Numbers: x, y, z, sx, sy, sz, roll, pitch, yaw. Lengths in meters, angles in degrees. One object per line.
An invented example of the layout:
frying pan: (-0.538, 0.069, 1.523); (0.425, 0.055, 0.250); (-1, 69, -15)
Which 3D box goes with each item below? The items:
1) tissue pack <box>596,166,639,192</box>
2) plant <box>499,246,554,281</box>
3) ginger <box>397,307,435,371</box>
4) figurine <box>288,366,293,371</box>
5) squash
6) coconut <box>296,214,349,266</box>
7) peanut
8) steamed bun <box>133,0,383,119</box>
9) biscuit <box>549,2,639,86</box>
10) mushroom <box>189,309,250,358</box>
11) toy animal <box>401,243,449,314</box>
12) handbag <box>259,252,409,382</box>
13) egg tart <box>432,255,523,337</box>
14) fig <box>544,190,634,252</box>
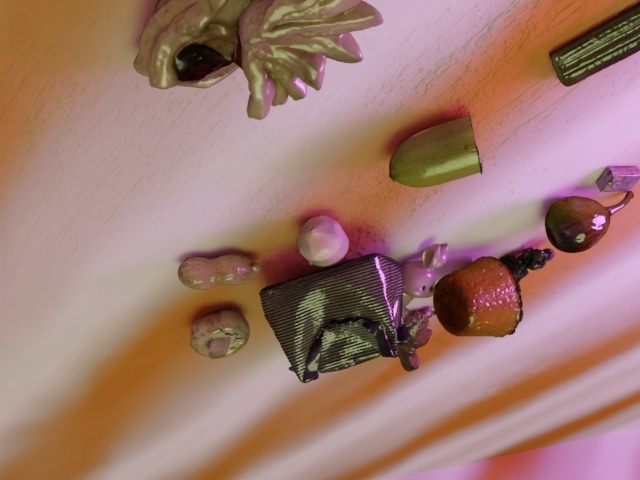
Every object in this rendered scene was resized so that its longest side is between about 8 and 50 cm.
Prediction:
tissue pack: (0.695, -0.142, 1.563); (0.083, 0.035, 0.063); (-3, 144, -14)
plant: (0.528, 0.064, 1.764); (0.174, 0.087, 0.085); (-35, 169, 35)
ginger: (0.272, 0.298, 2.010); (0.122, 0.084, 0.290); (-24, 146, -23)
figurine: (-0.047, 0.340, 1.956); (0.082, 0.086, 0.094); (8, -176, -5)
squash: (0.222, -0.162, 1.316); (0.186, 0.123, 0.123); (-18, 145, 13)
coconut: (0.000, 0.000, 1.476); (0.110, 0.110, 0.124); (-23, 151, 14)
peanut: (-0.227, 0.070, 1.521); (0.187, 0.082, 0.082); (-8, 144, -10)
steamed bun: (-0.072, -0.324, 0.946); (0.247, 0.189, 0.428); (12, 138, -42)
biscuit: (0.573, -0.379, 1.198); (0.322, 0.038, 0.099); (-26, 140, 18)
mushroom: (-0.255, 0.243, 1.711); (0.154, 0.123, 0.154); (-5, 138, -4)
toy animal: (0.244, 0.098, 1.678); (0.124, 0.124, 0.212); (18, 138, -36)
handbag: (0.046, 0.181, 1.585); (0.340, 0.240, 0.247); (-19, 173, 11)
egg tart: (0.394, 0.155, 1.701); (0.170, 0.215, 0.215); (-12, 147, -27)
fig: (0.655, -0.059, 1.597); (0.245, 0.149, 0.149); (-24, 145, -6)
